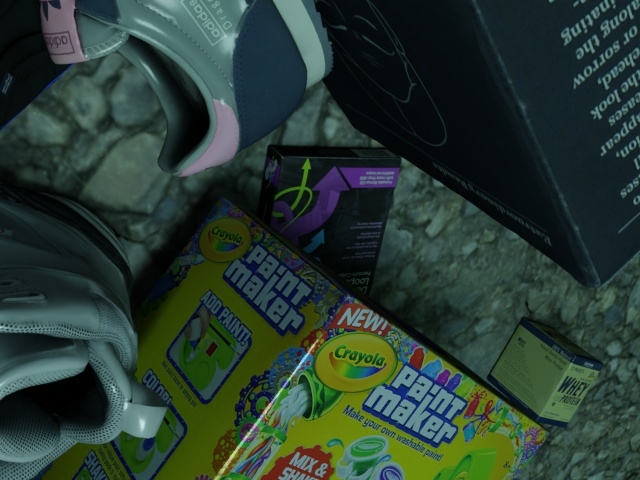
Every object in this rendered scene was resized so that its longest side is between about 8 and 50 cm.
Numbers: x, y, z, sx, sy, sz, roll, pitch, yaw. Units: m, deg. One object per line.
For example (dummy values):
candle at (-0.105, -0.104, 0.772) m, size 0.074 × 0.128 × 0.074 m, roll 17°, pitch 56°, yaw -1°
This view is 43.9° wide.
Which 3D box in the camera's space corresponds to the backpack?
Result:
backpack at (-0.205, -0.123, 0.454) m, size 0.120 × 0.101 × 0.098 m, roll -55°, pitch 139°, yaw -38°

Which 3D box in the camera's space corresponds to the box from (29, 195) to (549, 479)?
box at (-0.024, 0.171, 0.622) m, size 0.290 × 0.177 × 0.279 m, roll 35°, pitch 90°, yaw -41°

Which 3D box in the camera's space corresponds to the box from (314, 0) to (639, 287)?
box at (0.073, -0.218, 0.438) m, size 0.212 × 0.293 × 0.395 m, roll -41°, pitch 129°, yaw -4°

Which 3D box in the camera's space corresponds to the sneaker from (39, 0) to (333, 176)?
sneaker at (-0.118, -0.168, 0.419) m, size 0.131 × 0.112 × 0.319 m, roll -49°, pitch 122°, yaw -15°

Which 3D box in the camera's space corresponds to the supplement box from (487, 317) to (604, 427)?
supplement box at (0.245, 0.144, 0.868) m, size 0.056 × 0.083 × 0.083 m, roll 19°, pitch 104°, yaw -37°

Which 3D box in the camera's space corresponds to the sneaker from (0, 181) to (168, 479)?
sneaker at (-0.252, 0.022, 0.431) m, size 0.365 × 0.210 × 0.137 m, roll 20°, pitch 104°, yaw -36°

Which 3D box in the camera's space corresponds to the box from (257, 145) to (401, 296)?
box at (0.000, 0.000, 0.682) m, size 0.116 × 0.029 × 0.162 m, roll -3°, pitch 118°, yaw -29°
